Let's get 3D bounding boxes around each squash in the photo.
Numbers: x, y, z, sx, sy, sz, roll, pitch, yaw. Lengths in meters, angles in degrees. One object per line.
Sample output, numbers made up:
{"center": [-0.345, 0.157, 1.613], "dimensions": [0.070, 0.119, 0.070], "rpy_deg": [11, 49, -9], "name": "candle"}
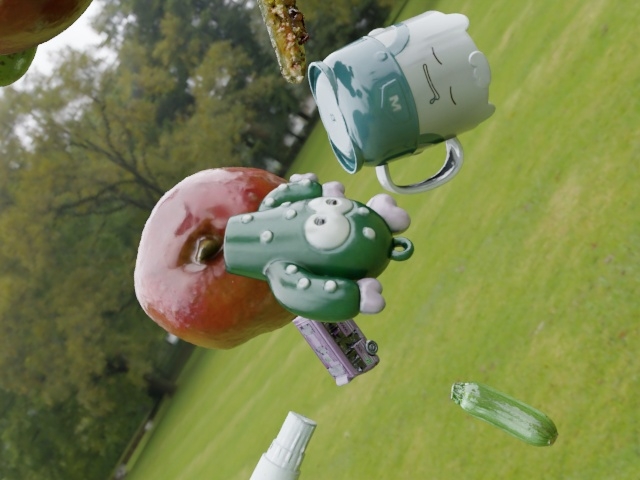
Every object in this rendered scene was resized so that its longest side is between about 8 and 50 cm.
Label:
{"center": [0.355, 0.333, 1.744], "dimensions": [0.077, 0.219, 0.068], "rpy_deg": [-45, -25, -55], "name": "squash"}

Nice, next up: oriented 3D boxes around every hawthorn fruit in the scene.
{"center": [-0.138, 0.023, 1.303], "dimensions": [0.287, 0.287, 0.330], "rpy_deg": [-58, -7, 1], "name": "hawthorn fruit"}

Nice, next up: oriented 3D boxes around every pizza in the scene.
{"center": [-0.056, -0.347, 1.374], "dimensions": [0.193, 0.053, 0.201], "rpy_deg": [57, -160, -56], "name": "pizza"}

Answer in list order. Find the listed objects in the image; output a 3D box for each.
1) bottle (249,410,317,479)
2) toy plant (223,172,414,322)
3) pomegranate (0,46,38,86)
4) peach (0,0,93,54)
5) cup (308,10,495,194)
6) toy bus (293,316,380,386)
{"center": [-0.061, 0.247, 0.761], "dimensions": [0.060, 0.060, 0.217], "rpy_deg": [-144, 79, -83], "name": "bottle"}
{"center": [0.001, 0.004, 1.160], "dimensions": [0.232, 0.243, 0.112], "rpy_deg": [-53, -28, -37], "name": "toy plant"}
{"center": [-0.644, -0.381, 1.684], "dimensions": [0.202, 0.202, 0.248], "rpy_deg": [-55, -10, 26], "name": "pomegranate"}
{"center": [-0.306, -0.277, 0.851], "dimensions": [0.243, 0.199, 0.243], "rpy_deg": [-26, 53, 39], "name": "peach"}
{"center": [0.143, -0.222, 1.538], "dimensions": [0.257, 0.290, 0.219], "rpy_deg": [-24, 16, -15], "name": "cup"}
{"center": [0.030, 0.197, 1.782], "dimensions": [0.098, 0.178, 0.087], "rpy_deg": [-40, 6, -37], "name": "toy bus"}
